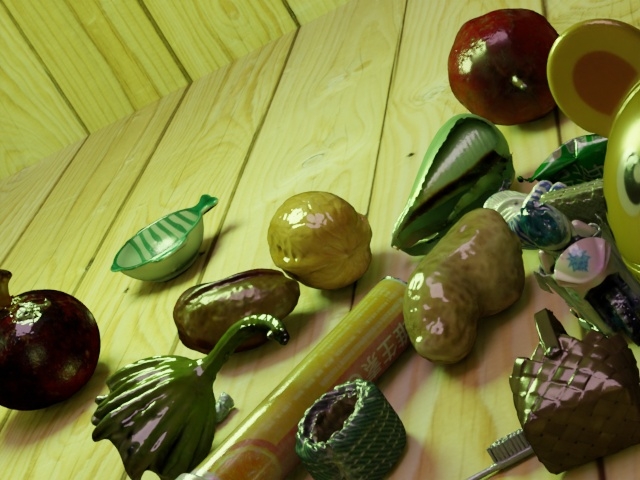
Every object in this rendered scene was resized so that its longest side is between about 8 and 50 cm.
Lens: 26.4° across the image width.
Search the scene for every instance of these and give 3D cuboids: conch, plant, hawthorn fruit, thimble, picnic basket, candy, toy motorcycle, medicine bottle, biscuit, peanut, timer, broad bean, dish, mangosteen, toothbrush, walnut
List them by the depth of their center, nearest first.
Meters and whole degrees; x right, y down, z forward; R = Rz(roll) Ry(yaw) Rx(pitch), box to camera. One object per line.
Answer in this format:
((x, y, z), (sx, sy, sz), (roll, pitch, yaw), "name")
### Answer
((0.447, -0.095, 1.439), (0.376, 0.387, 0.376), (-28, 18, 10), "timer")
((0.275, 0.148, 1.481), (0.137, 0.128, 0.178), (-24, 31, 15), "picnic basket")
((0.086, 0.304, 1.531), (0.354, 0.029, 0.024), (-30, 7, 5), "toothbrush")
((0.307, 0.013, 1.644), (0.108, 0.204, 0.239), (-46, 19, -6), "toy motorcycle")
((0.035, 0.241, 1.665), (0.118, 0.090, 0.135), (-13, 29, 45), "thimble")
((0.390, -0.031, 1.746), (0.199, 0.121, 0.041), (-15, 29, 38), "biscuit")
((-0.014, 0.207, 1.783), (0.108, 0.108, 0.426), (-4, 34, 51), "medicine bottle")
((0.190, 0.062, 1.812), (0.137, 0.122, 0.253), (20, 53, 33), "peanut")
((-0.145, 0.203, 1.838), (0.333, 0.180, 0.251), (-35, 28, 12), "plant")
((0.380, -0.113, 1.956), (0.203, 0.078, 0.141), (-13, -13, 10), "candy")
((0.218, -0.084, 2.115), (0.137, 0.143, 0.251), (106, -172, -54), "conch")
((-0.132, 0.113, 2.149), (0.228, 0.122, 0.156), (-12, 1, 28), "broad bean")
((0.000, 0.000, 2.160), (0.159, 0.159, 0.206), (-38, 26, -16), "walnut")
((0.323, -0.287, 2.324), (0.215, 0.215, 0.250), (-28, 26, 10), "hawthorn fruit")
((-0.509, 0.163, 2.354), (0.235, 0.261, 0.235), (-25, 22, 11), "mangosteen")
((-0.287, 0.014, 2.647), (0.246, 0.078, 0.224), (-38, 22, -14), "dish")

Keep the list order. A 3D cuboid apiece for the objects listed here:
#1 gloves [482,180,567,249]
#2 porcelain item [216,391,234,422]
((0.310, -0.033, 1.902), (0.119, 0.097, 0.229), (-8, -1, -23), "gloves")
((-0.161, 0.257, 1.985), (0.036, 0.028, 0.083), (0, 38, 50), "porcelain item")
